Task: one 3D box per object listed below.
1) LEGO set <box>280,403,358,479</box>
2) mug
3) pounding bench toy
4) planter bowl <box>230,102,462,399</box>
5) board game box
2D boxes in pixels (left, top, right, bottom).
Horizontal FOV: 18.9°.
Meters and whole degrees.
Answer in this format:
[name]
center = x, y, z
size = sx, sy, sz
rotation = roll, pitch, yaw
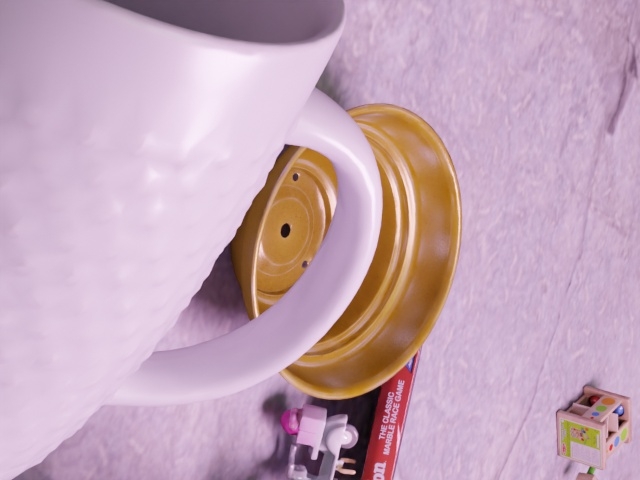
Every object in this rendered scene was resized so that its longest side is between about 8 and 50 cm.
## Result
[LEGO set]
center = -0.032, 0.221, 1.367
size = 0.287, 0.107, 0.132
rotation = -80, 174, -75
[mug]
center = -0.141, -0.024, 0.986
size = 0.374, 0.276, 0.328
rotation = 16, 117, -29
[pounding bench toy]
center = 0.274, 0.196, 1.908
size = 0.065, 0.052, 0.083
rotation = -34, 129, -44
[planter bowl]
center = 0.000, 0.000, 1.406
size = 0.217, 0.090, 0.217
rotation = -16, 114, -42
[board game box]
center = 0.060, 0.128, 1.545
size = 0.145, 0.027, 0.281
rotation = -24, 126, -84
